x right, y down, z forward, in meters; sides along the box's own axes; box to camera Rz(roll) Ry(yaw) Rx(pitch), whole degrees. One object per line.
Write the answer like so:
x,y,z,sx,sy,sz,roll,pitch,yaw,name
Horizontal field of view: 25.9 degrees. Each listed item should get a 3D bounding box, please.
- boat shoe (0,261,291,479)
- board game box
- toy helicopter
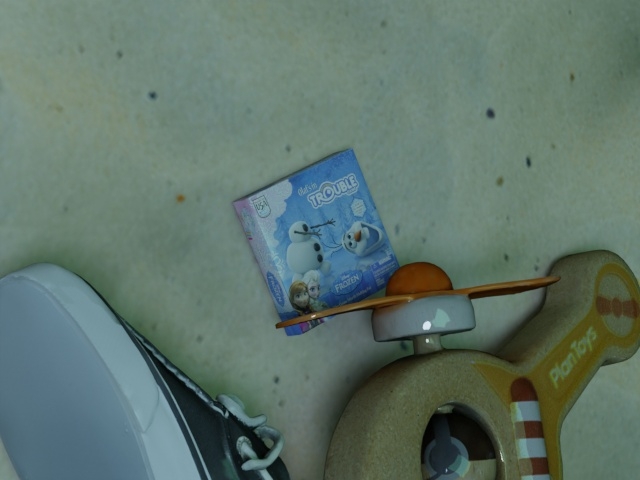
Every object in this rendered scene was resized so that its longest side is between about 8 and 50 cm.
-0.062,0.136,0.732,0.306,0.113,0.105,55,41,-1,boat shoe
0.000,0.000,0.859,0.090,0.020,0.090,-28,99,-36,board game box
0.111,0.093,0.877,0.355,0.140,0.235,-39,105,-46,toy helicopter
